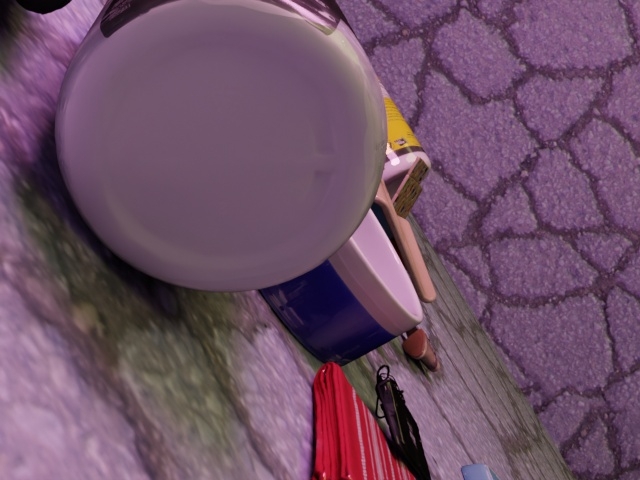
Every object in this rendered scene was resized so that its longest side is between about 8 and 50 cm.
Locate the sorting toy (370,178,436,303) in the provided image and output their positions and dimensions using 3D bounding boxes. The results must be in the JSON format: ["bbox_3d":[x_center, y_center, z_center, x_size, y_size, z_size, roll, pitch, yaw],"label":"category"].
[{"bbox_3d":[0.089,-0.070,1.197,0.229,0.041,0.307,59,12,-37],"label":"sorting toy"}]

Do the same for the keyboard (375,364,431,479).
[{"bbox_3d":[0.079,0.201,0.830,0.192,0.038,0.100,62,14,-58],"label":"keyboard"}]

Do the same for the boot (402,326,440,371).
[{"bbox_3d":[0.168,0.182,1.269,0.087,0.042,0.118,56,11,-24],"label":"boot"}]

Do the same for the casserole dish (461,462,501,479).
[{"bbox_3d":[0.253,0.388,1.085,0.114,0.037,0.188,51,12,-33],"label":"casserole dish"}]

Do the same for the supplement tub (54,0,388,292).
[{"bbox_3d":[-0.074,-0.127,0.607,0.207,0.207,0.338,53,12,-26],"label":"supplement tub"}]

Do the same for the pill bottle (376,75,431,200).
[{"bbox_3d":[0.078,-0.245,1.673,0.334,0.188,0.188,61,11,17],"label":"pill bottle"}]

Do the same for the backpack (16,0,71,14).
[{"bbox_3d":[-0.224,-0.246,0.514,0.182,0.115,0.152,49,2,-35],"label":"backpack"}]

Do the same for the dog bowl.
[{"bbox_3d":[0.000,0.000,0.854,0.265,0.104,0.265,55,11,-17],"label":"dog bowl"}]

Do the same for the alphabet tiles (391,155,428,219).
[{"bbox_3d":[0.160,-0.067,1.562,0.009,0.198,0.237,31,5,13],"label":"alphabet tiles"}]

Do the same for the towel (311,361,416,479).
[{"bbox_3d":[0.074,0.251,0.682,0.275,0.031,0.199,57,9,-15],"label":"towel"}]
